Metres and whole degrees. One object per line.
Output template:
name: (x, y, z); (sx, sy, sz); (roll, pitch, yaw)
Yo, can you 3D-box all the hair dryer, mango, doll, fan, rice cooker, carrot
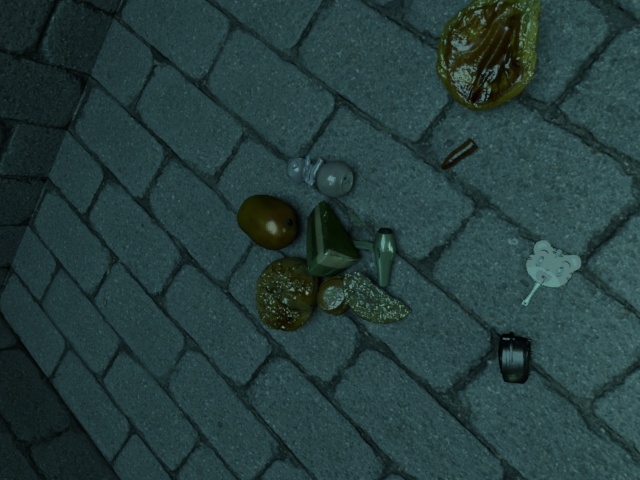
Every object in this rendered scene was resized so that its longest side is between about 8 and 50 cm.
hair dryer: (0.199, 0.073, 1.764); (0.224, 0.088, 0.219); (-15, 90, 40)
mango: (-0.228, -0.081, 1.916); (0.317, 0.172, 0.212); (21, 109, 37)
doll: (-0.014, -0.258, 1.810); (0.287, 0.150, 0.151); (20, 102, 29)
fan: (0.730, 0.121, 1.520); (0.152, 0.008, 0.227); (32, 106, 21)
rice cooker: (0.639, 0.388, 1.527); (0.106, 0.112, 0.166); (8, 97, 21)
carrot: (0.473, -0.296, 1.605); (0.139, 0.048, 0.048); (-37, 77, 25)

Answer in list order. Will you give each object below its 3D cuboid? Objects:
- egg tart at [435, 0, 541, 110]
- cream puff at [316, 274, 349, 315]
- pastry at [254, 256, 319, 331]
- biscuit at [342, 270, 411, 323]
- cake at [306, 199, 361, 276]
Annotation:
egg tart: (0.534, -0.597, 1.465); (0.339, 0.153, 0.352); (5, 108, 41)
cream puff: (0.064, 0.217, 1.807); (0.165, 0.115, 0.150); (-17, 71, 17)
pastry: (-0.154, 0.222, 1.876); (0.284, 0.184, 0.316); (39, 111, 26)
biscuit: (0.186, 0.229, 1.728); (0.289, 0.038, 0.141); (36, 83, 1)
cake: (-0.001, -0.005, 1.782); (0.158, 0.172, 0.284); (-39, 73, 38)
